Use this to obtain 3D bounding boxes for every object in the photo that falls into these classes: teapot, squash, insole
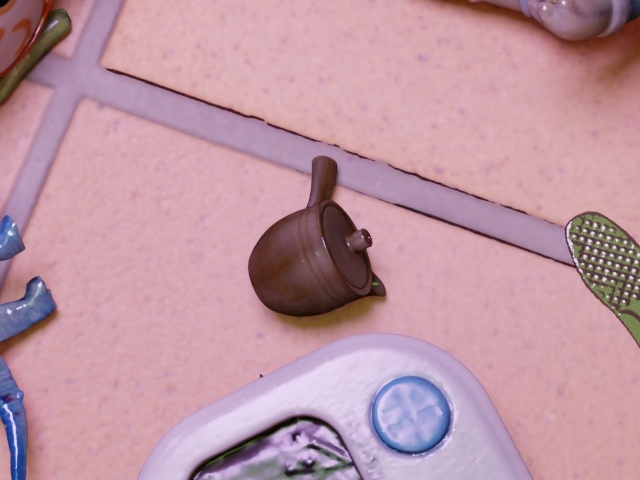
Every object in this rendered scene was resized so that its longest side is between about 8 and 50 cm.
[{"bbox_3d":[0.000,0.000,0.992,0.080,0.085,0.110,-24,48,22],"label":"teapot"},{"bbox_3d":[-0.203,-0.124,1.034,0.027,0.027,0.089,40,82,9],"label":"squash"},{"bbox_3d":[0.204,0.039,0.991,0.045,0.002,0.135,-31,80,-2],"label":"insole"}]

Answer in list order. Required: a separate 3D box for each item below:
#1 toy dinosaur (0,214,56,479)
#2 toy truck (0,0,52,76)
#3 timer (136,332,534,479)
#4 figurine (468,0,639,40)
[{"bbox_3d":[-0.244,0.011,0.972,0.144,0.076,0.329,-41,91,-14],"label":"toy dinosaur"},{"bbox_3d":[-0.222,-0.220,0.970,0.239,0.189,0.264,-11,69,-3],"label":"toy truck"},{"bbox_3d":[0.023,0.199,0.931,0.237,0.087,0.262,-27,79,-2],"label":"timer"},{"bbox_3d":[0.242,-0.173,0.952,0.382,0.205,0.224,35,87,28],"label":"figurine"}]
